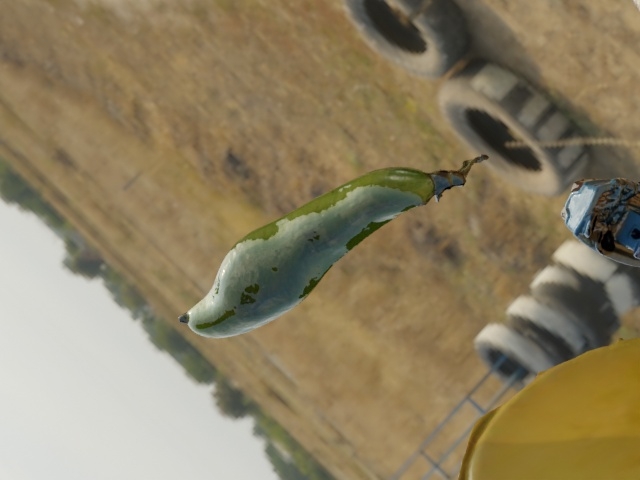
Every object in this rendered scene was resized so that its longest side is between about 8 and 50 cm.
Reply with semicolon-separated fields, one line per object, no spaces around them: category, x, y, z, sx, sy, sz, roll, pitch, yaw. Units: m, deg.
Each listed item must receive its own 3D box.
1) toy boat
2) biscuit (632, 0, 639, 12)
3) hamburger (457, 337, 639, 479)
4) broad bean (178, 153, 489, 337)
toy boat;0.379;-0.015;1.479;0.223;0.100;0.097;14;-162;-38
biscuit;0.397;-0.334;1.246;0.075;0.296;0.296;9;-169;-28
hamburger;0.361;0.308;1.352;0.396;0.396;0.277;32;149;60
broad bean;-0.002;0.003;1.134;0.075;0.325;0.067;43;-151;-33
